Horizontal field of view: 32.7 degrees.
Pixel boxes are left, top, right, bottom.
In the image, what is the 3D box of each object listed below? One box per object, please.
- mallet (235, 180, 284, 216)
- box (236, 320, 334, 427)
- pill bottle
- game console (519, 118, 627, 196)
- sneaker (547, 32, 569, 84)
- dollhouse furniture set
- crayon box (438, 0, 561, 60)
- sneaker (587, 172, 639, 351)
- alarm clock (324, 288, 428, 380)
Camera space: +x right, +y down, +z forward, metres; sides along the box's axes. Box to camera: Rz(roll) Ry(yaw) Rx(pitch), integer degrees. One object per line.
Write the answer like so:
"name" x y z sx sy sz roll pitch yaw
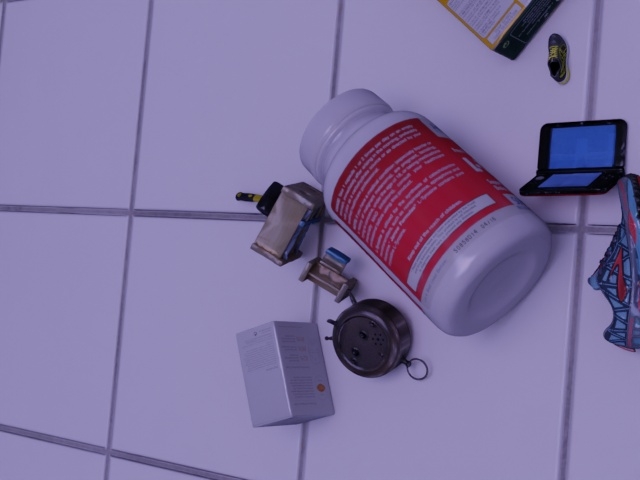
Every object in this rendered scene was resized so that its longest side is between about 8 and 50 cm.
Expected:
"mallet" -0.121 -0.071 2.015 0.062 0.039 0.190 -58 24 -18
"box" -0.062 0.236 1.925 0.091 0.130 0.170 -20 73 32
"pill bottle" 0.153 -0.058 1.738 0.407 0.229 0.229 47 112 30
"game console" 0.385 -0.126 1.668 0.144 0.124 0.085 0 111 37
"sneaker" 0.374 -0.290 1.720 0.031 0.035 0.083 -16 76 33
"dollhouse furniture set" 0.000 0.000 1.929 0.184 0.129 0.129 31 104 10
"crayon box" 0.263 -0.477 1.794 0.203 0.083 0.323 -52 59 20
"sneaker" 0.443 0.033 1.593 0.125 0.104 0.262 -11 78 37
"alarm clock" 0.099 0.177 1.843 0.192 0.064 0.129 31 114 17
